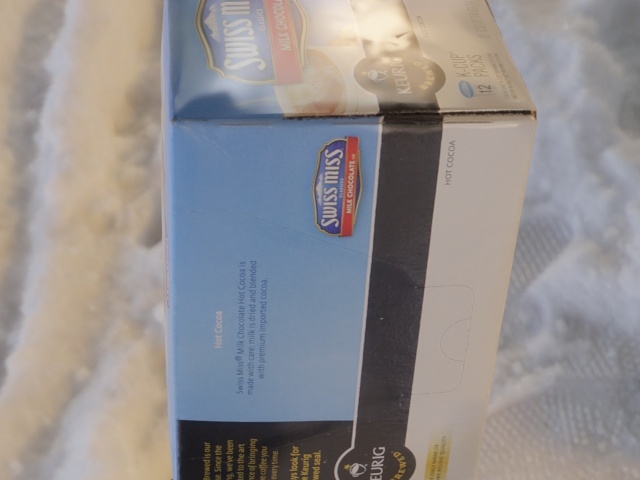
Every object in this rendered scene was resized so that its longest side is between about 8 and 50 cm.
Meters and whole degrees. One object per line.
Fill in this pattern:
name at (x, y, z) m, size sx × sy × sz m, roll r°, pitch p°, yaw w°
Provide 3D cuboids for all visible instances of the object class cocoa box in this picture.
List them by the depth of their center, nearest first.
cocoa box at (0.000, 0.000, 0.953) m, size 0.227 × 0.347 × 0.231 m, roll -1°, pitch 36°, yaw -6°

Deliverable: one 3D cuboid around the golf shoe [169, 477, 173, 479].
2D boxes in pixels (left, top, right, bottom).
golf shoe at (-0.105, 0.312, 1.275) m, size 0.077 × 0.094 × 0.198 m, roll -15°, pitch 42°, yaw -45°
